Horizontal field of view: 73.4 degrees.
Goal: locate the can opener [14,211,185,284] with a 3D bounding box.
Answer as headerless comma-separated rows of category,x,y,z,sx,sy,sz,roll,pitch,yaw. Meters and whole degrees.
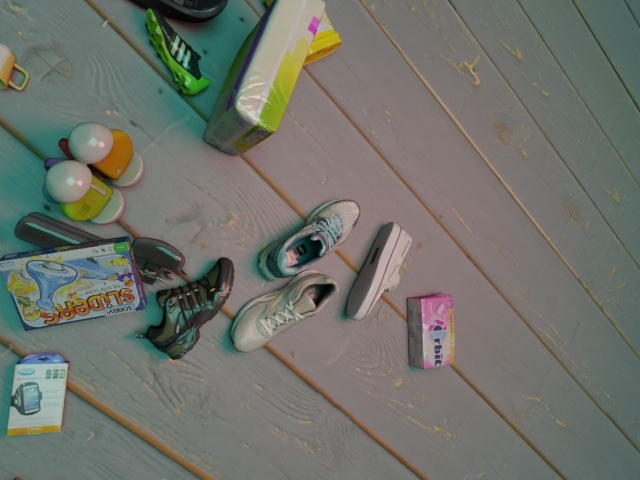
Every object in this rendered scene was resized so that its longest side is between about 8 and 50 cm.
can opener,-0.398,0.011,0.799,0.281,0.074,0.093,21,94,-21

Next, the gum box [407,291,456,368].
gum box,0.291,0.232,1.129,0.107,0.062,0.188,0,87,-26

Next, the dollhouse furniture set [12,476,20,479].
dollhouse furniture set,-0.487,0.488,0.697,0.144,0.123,0.151,-39,103,-23

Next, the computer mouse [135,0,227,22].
computer mouse,-0.322,-0.533,0.881,0.272,0.072,0.188,22,79,-11

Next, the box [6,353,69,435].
box,-0.497,0.269,0.761,0.081,0.028,0.136,7,81,-26

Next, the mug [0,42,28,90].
mug,-0.568,-0.307,0.755,0.062,0.078,0.064,10,71,7

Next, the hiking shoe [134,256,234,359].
hiking shoe,-0.262,0.118,0.853,0.114,0.086,0.226,37,73,-23

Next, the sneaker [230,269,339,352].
sneaker,-0.073,0.147,0.924,0.262,0.121,0.099,-37,102,-23

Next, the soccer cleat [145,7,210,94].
soccer cleat,-0.296,-0.391,0.890,0.072,0.060,0.178,-38,110,-33

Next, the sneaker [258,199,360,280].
sneaker,0.000,0.000,0.968,0.283,0.122,0.110,-39,104,-23

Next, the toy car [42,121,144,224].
toy car,-0.424,-0.126,0.772,0.136,0.159,0.181,19,77,11

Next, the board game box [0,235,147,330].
board game box,-0.425,0.075,0.751,0.201,0.035,0.136,-10,113,-10

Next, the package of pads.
package of pads,-0.122,-0.333,0.872,0.101,0.229,0.296,26,75,-25

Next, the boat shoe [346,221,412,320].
boat shoe,0.152,0.085,1.059,0.088,0.096,0.267,33,65,-16

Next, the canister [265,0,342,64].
canister,-0.041,-0.516,1.010,0.126,0.073,0.169,-33,99,-24
